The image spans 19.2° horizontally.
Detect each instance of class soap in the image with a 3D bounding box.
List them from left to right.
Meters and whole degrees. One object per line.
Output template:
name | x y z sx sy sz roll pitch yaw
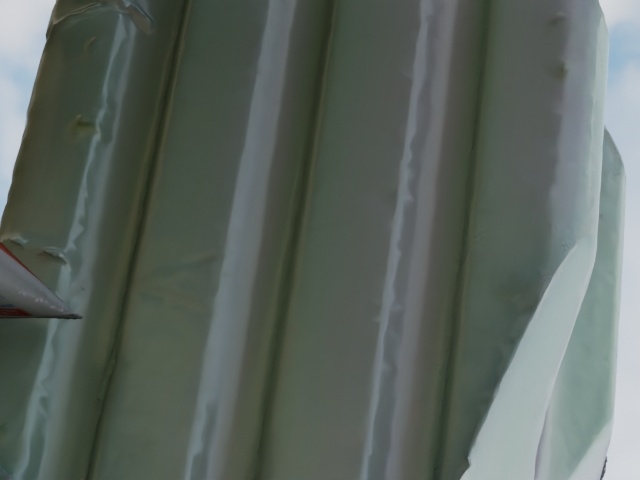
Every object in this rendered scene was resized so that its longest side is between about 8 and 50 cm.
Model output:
soap | 0.000 0.000 0.842 0.261 0.446 0.156 -1 -33 14

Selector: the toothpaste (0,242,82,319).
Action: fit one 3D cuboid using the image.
toothpaste | -0.172 -0.013 0.670 0.089 0.234 0.057 1 -115 21
